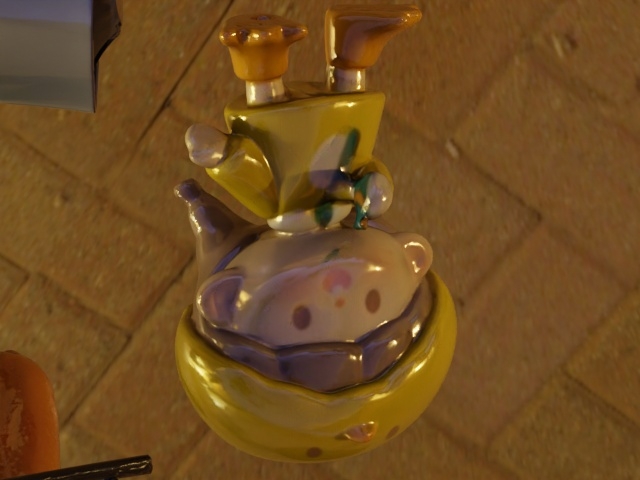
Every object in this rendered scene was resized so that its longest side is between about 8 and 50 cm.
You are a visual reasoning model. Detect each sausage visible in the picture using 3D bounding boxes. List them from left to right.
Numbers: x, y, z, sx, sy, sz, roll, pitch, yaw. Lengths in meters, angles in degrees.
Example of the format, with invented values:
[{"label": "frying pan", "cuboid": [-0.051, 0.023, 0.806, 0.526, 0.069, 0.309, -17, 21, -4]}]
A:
[{"label": "sausage", "cuboid": [-0.301, 0.216, 1.449, 0.098, 0.238, 0.098, -8, 147, -5]}]

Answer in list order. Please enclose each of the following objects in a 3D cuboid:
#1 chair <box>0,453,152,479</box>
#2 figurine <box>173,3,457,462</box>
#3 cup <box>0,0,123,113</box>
[{"label": "chair", "cuboid": [-0.224, 0.220, 0.844, 0.141, 0.260, 0.155, -37, 65, 51]}, {"label": "figurine", "cuboid": [0.000, 0.000, 1.077, 0.215, 0.187, 0.344, -3, 112, -13]}, {"label": "cup", "cuboid": [-0.137, -0.119, 0.544, 0.129, 0.128, 0.095, 2, 156, -8]}]
